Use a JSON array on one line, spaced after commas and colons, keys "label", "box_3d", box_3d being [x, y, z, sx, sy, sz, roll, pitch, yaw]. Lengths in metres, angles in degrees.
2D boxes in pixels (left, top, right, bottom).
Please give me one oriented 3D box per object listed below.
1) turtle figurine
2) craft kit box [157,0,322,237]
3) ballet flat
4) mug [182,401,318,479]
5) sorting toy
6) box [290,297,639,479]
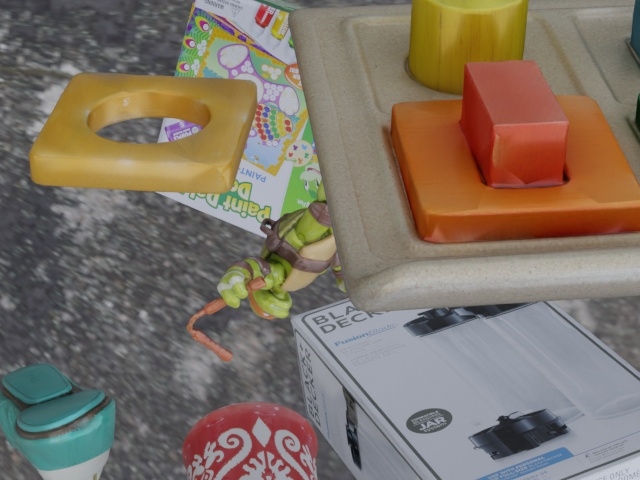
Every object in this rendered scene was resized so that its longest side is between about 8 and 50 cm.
[{"label": "turtle figurine", "box_3d": [0.000, 0.000, 1.388, 0.269, 0.087, 0.217, -2, 138, -52]}, {"label": "craft kit box", "box_3d": [-0.046, -0.129, 1.673, 0.061, 0.249, 0.247, -33, 141, -62]}, {"label": "ballet flat", "box_3d": [-0.210, 0.160, 1.268, 0.083, 0.247, 0.087, -19, 100, -18]}, {"label": "mug", "box_3d": [-0.045, 0.239, 1.233, 0.113, 0.169, 0.150, -14, 129, 3]}, {"label": "sorting toy", "box_3d": [0.086, -0.046, 0.469, 0.347, 0.196, 0.047, -3, 120, -6]}, {"label": "box", "box_3d": [0.108, 0.119, 1.015, 0.169, 0.290, 0.087, -17, 116, -14]}]
